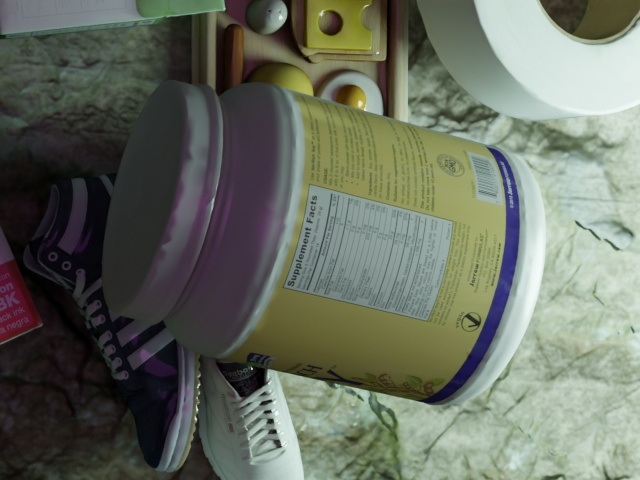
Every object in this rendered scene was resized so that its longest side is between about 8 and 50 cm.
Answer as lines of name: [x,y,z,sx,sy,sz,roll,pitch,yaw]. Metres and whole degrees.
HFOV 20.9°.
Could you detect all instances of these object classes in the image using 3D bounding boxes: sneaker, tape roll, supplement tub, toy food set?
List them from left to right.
sneaker: [-0.194,0.073,1.600,0.153,0.099,0.282,1,84,-21]
sneaker: [-0.070,0.157,1.642,0.090,0.095,0.235,-22,98,-16]
toy food set: [-0.008,-0.161,1.653,0.219,0.092,0.306,0,91,-15]
supplement tub: [0.000,0.000,1.507,0.331,0.241,0.241,14,87,-20]
tape roll: [0.236,-0.259,1.688,0.286,0.100,0.286,0,89,-28]

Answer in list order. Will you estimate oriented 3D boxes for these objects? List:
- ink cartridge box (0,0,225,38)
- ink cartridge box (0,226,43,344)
ink cartridge box: [-0.201,-0.251,1.604,0.209,0.062,0.109,-8,93,-10]
ink cartridge box: [-0.356,-0.033,1.504,0.114,0.197,0.273,-25,98,-15]
